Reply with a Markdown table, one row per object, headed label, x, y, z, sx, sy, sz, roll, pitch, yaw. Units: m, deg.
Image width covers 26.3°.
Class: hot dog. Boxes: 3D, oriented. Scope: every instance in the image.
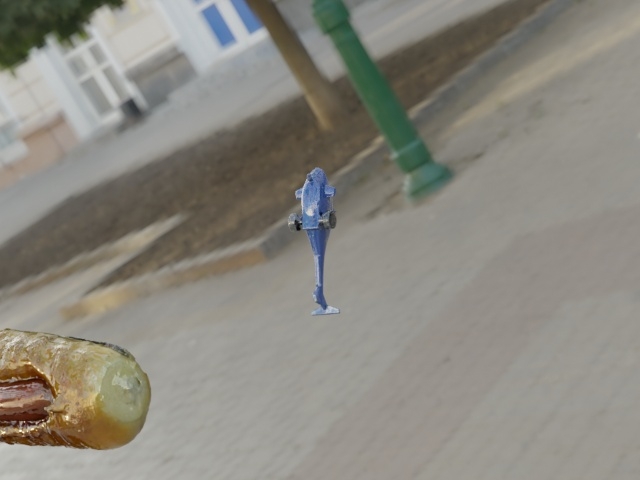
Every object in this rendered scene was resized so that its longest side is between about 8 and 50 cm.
| label | x | y | z | sx | sy | sz | roll | pitch | yaw |
| --- | --- | --- | --- | --- | --- | --- | --- | --- | --- |
| hot dog | -0.176 | 0.081 | 0.747 | 0.215 | 0.066 | 0.047 | -3 | 4 | 43 |

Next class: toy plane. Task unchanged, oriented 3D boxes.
| label | x | y | z | sx | sy | sz | roll | pitch | yaw |
| --- | --- | --- | --- | --- | --- | --- | --- | --- | --- |
| toy plane | 0.000 | 0.000 | 1.548 | 0.054 | 0.167 | 0.062 | -4 | -8 | 25 |
